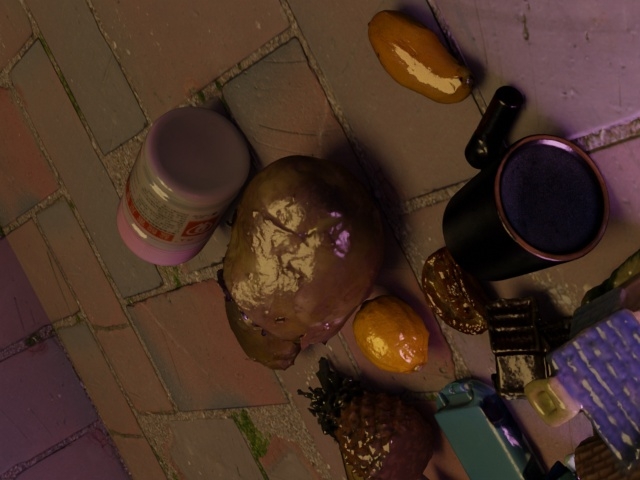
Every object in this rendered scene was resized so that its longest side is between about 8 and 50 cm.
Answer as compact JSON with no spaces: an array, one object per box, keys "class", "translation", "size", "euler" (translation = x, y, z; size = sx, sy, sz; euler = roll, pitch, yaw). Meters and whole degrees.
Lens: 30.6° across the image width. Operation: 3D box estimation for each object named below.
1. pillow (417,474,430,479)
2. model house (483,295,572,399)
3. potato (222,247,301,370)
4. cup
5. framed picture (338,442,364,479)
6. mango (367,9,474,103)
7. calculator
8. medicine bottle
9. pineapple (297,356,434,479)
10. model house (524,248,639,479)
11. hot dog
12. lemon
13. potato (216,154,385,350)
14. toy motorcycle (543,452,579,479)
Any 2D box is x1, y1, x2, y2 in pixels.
[{"class":"pillow","translation":[0.263,0.556,2.122],"size":[0.173,0.067,0.270],"euler":[11,124,47]},{"class":"model house","translation":[0.309,0.151,1.690],"size":[0.165,0.106,0.152],"euler":[-6,101,21]},{"class":"potato","translation":[-0.112,0.132,2.266],"size":[0.191,0.141,0.296],"euler":[28,140,47]},{"class":"cup","translation":[0.270,-0.066,1.542],"size":[0.166,0.239,0.177],"euler":[20,160,-13]},{"class":"framed picture","translation":[0.126,0.492,2.330],"size":[0.255,0.014,0.339],"euler":[23,134,48]},{"class":"mango","translation":[0.136,-0.251,1.617],"size":[0.190,0.075,0.098],"euler":[40,151,21]},{"class":"calculator","translation":[0.291,0.359,1.924],"size":[0.293,0.051,0.173],"euler":[60,150,-1]},{"class":"medicine bottle","translation":[-0.271,-0.098,2.249],"size":[0.202,0.202,0.316],"euler":[55,150,10]},{"class":"pineapple","translation":[0.062,0.324,2.160],"size":[0.340,0.169,0.169],"euler":[34,142,49]},{"class":"model house","translation":[0.390,0.207,1.430],"size":[0.321,0.266,0.261],"euler":[56,146,9]},{"class":"hot dog","translation":[0.212,0.080,1.795],"size":[0.099,0.065,0.147],"euler":[-29,88,51]},{"class":"lemon","translation":[0.120,0.159,1.954],"size":[0.155,0.114,0.114],"euler":[47,148,20]},{"class":"potato","translation":[0.000,0.000,1.886],"size":[0.288,0.301,0.237],"euler":[28,146,-26]},{"class":"toy motorcycle","translation":[0.427,0.459,1.653],"size":[0.331,0.196,0.125],"euler":[48,149,18]}]
